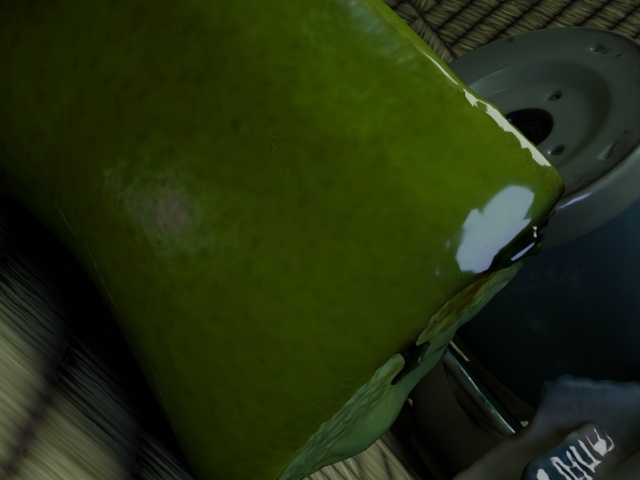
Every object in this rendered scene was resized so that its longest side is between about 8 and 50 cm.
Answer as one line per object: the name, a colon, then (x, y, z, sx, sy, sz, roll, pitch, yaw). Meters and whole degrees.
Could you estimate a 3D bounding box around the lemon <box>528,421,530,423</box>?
lemon: (0.395, 0.246, 1.759, 0.350, 0.349, 0.387, -56, 130, -86)

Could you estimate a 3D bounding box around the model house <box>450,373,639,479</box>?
model house: (0.224, 0.175, 0.977, 0.243, 0.284, 0.298, 46, 3, 18)

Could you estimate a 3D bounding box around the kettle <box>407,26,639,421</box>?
kettle: (0.179, 0.032, 1.429, 0.247, 0.319, 0.342, -83, 154, -48)

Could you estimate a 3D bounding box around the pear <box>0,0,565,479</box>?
pear: (-0.050, -0.042, 0.698, 0.282, 0.176, 0.286, 49, -1, 7)

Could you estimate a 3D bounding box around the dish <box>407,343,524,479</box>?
dish: (0.125, 0.167, 1.293, 0.224, 0.078, 0.246, 52, 4, 27)
